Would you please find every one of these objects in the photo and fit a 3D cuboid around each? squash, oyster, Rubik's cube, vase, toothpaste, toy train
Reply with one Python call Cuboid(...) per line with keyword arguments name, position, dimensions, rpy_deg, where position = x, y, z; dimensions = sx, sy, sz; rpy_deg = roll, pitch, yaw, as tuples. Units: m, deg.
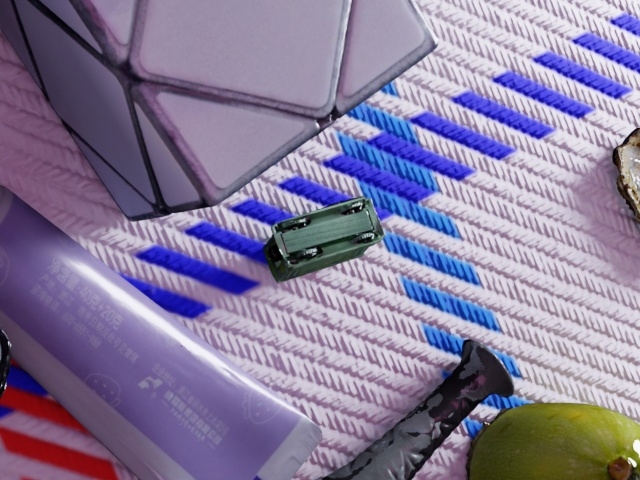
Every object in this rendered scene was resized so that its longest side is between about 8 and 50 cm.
Cuboid(name="squash", position=(0.198, 0.177, 1.249), dimensions=(0.123, 0.186, 0.123), rpy_deg=(3, 82, -18))
Cuboid(name="oyster", position=(0.285, -0.030, 1.374), dimensions=(0.086, 0.029, 0.132), rpy_deg=(-6, 93, -17))
Cuboid(name="Rubik's cube", position=(-0.082, -0.152, 1.131), dimensions=(0.205, 0.205, 0.207), rpy_deg=(-35, 102, -20))
Cuboid(name="vase", position=(0.076, 0.150, 1.264), dimensions=(0.167, 0.059, 0.059), rpy_deg=(-42, 103, -19))
Cuboid(name="toothpaste", position=(-0.155, 0.078, 1.166), dimensions=(0.371, 0.080, 0.125), rpy_deg=(43, 74, -21))
Cuboid(name="toy train", position=(0.000, 0.000, 1.239), dimensions=(0.093, 0.056, 0.038), rpy_deg=(-18, 77, -23))

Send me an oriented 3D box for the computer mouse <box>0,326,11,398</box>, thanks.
Cuboid(name="computer mouse", position=(-0.318, 0.112, 1.088), dimensions=(0.241, 0.077, 0.146), rpy_deg=(-20, 74, -11))
